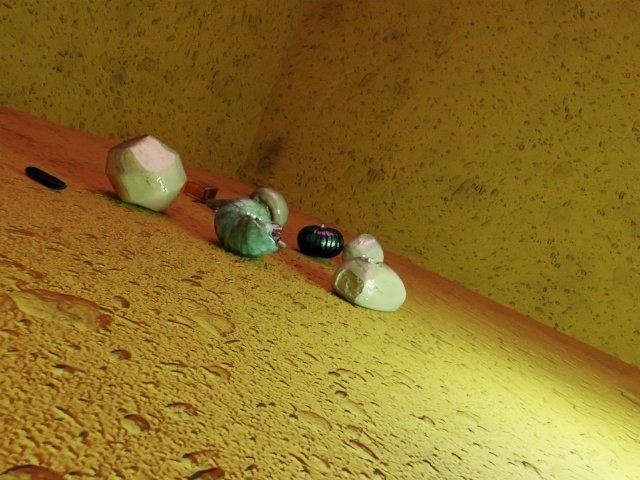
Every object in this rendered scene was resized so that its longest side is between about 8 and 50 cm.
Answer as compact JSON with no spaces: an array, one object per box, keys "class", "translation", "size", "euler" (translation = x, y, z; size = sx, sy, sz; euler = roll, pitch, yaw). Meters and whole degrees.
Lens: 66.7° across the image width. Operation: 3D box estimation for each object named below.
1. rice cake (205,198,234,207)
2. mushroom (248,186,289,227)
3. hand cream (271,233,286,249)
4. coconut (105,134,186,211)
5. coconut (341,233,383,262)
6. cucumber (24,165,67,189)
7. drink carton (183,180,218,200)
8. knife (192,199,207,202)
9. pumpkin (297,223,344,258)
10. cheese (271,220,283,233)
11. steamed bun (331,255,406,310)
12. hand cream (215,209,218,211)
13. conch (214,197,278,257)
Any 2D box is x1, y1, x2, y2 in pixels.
[{"class":"rice cake","translation":[-0.421,-0.165,2.172],"size":[0.085,0.040,0.226],"euler":[-4,7,-43]},{"class":"mushroom","translation":[-0.249,-0.115,2.073],"size":[0.207,0.207,0.215],"euler":[26,41,30]},{"class":"hand cream","translation":[-0.248,-0.025,1.873],"size":[0.257,0.050,0.084],"euler":[21,9,16]},{"class":"coconut","translation":[-0.568,-0.212,1.601],"size":[0.259,0.259,0.259],"euler":[22,7,-3]},{"class":"coconut","translation":[0.185,0.052,2.026],"size":[0.183,0.171,0.171],"euler":[-34,40,-25]},{"class":"cucumber","translation":[-0.779,-0.176,1.372],"size":[0.184,0.033,0.036],"euler":[25,32,24]},{"class":"drink carton","translation":[-0.586,-0.244,2.398],"size":[0.096,0.071,0.223],"euler":[23,8,2]},{"class":"knife","translation":[-0.537,-0.183,2.289],"size":[0.035,0.018,0.247],"euler":[27,9,17]},{"class":"pumpkin","translation":[0.000,0.000,2.007],"size":[0.202,0.140,0.202],"euler":[7,4,0]},{"class":"cheese","translation":[-0.182,-0.046,1.845],"size":[0.095,0.038,0.145],"euler":[11,12,-18]},{"class":"steamed bun","translation":[0.163,0.127,1.526],"size":[0.238,0.153,0.170],"euler":[13,12,-43]},{"class":"hand cream","translation":[-0.364,-0.111,2.164],"size":[0.085,0.058,0.331],"euler":[37,15,9]},{"class":"conch","translation":[-0.231,-0.037,1.539],"size":[0.220,0.195,0.277],"euler":[32,-18,-8]}]
